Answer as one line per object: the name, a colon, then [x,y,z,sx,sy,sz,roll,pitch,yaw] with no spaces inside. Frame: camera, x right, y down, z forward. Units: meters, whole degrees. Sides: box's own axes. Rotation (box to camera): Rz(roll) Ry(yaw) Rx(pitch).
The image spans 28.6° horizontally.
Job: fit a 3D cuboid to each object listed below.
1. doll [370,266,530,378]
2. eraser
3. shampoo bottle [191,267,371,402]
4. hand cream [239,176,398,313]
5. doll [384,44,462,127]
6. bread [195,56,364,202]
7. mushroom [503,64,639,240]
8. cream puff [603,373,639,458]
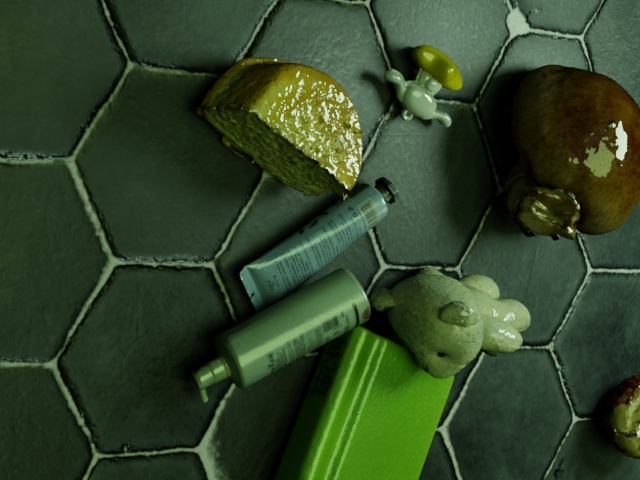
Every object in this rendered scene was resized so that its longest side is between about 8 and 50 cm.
doll: [0.206,0.118,1.848,0.278,0.175,0.149,-6,98,-52]
eraser: [0.060,0.282,1.829,0.210,0.092,0.274,30,77,-32]
shampoo bottle: [-0.059,0.131,1.722,0.262,0.085,0.085,-27,110,-20]
hand cream: [0.000,0.000,1.779,0.271,0.058,0.091,-38,130,-21]
doll: [0.161,-0.221,1.858,0.113,0.071,0.135,-37,119,-16]
bread: [-0.034,-0.161,1.682,0.229,0.143,0.139,38,75,-33]
mushroom: [0.397,-0.130,1.947,0.263,0.195,0.283,35,76,-37]
cream puff: [0.540,0.301,2.157,0.149,0.084,0.149,-4,98,-30]
